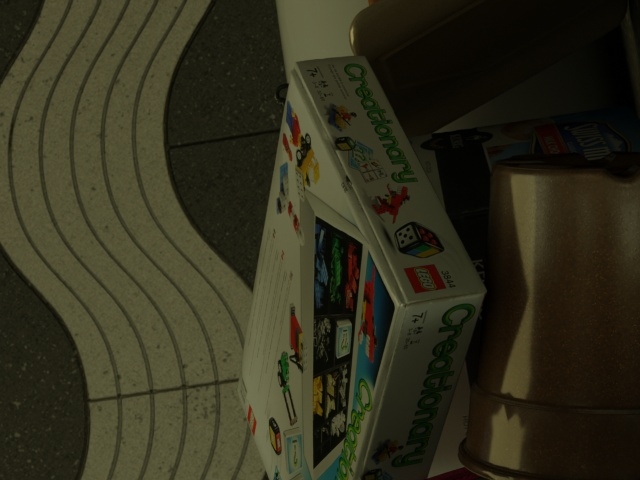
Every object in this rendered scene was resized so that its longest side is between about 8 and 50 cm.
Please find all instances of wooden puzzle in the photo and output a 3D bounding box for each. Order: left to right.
[{"bbox_3d":[0.129,-0.170,1.265,0.044,0.221,0.238,61,-178,17],"label":"wooden puzzle"}]

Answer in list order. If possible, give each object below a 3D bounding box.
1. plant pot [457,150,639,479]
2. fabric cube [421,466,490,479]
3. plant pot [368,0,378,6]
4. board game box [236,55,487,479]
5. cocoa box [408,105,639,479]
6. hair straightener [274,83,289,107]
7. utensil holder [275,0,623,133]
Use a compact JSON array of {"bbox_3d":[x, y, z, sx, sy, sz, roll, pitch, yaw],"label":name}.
[{"bbox_3d":[0.156,0.037,0.916,0.167,0.167,0.165,-54,-37,-81],"label":"plant pot"},{"bbox_3d":[0.099,0.296,0.913,0.254,0.259,0.258,-124,20,-69],"label":"fabric cube"},{"bbox_3d":[0.124,-0.324,1.373,0.291,0.203,0.290,-9,-90,-84],"label":"plant pot"},{"bbox_3d":[0.013,0.065,1.039,0.305,0.053,0.193,102,153,-46],"label":"board game box"},{"bbox_3d":[0.166,0.100,1.297,0.231,0.228,0.347,-86,-14,-72],"label":"cocoa box"},{"bbox_3d":[0.000,0.000,1.203,0.089,0.047,0.230,-86,-17,-78],"label":"hair straightener"},{"bbox_3d":[0.126,-0.162,1.635,0.327,0.328,0.385,68,-168,-64],"label":"utensil holder"}]
